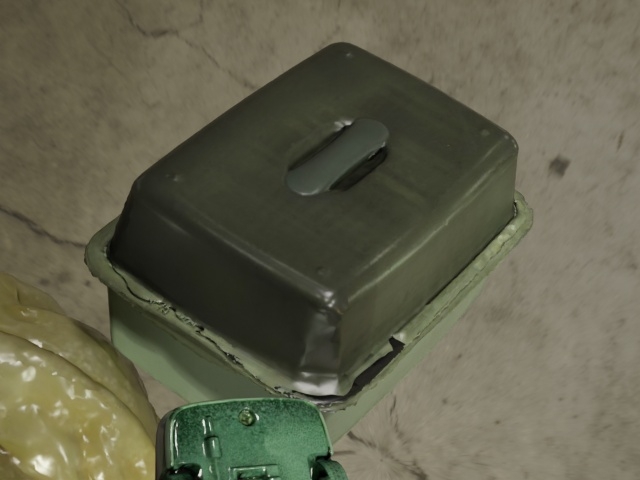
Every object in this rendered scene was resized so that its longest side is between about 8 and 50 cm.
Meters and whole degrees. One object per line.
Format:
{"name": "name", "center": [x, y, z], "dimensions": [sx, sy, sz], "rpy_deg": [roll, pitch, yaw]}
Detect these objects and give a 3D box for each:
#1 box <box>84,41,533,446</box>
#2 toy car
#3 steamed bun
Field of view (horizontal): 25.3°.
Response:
{"name": "box", "center": [0.000, 0.000, 1.004], "dimensions": [0.220, 0.166, 0.290], "rpy_deg": [32, 46, 19]}
{"name": "toy car", "center": [-0.032, 0.189, 0.687], "dimensions": [0.090, 0.076, 0.224], "rpy_deg": [0, 75, -25]}
{"name": "steamed bun", "center": [-0.269, 0.200, 1.020], "dimensions": [0.325, 0.230, 0.372], "rpy_deg": [9, 103, 34]}
